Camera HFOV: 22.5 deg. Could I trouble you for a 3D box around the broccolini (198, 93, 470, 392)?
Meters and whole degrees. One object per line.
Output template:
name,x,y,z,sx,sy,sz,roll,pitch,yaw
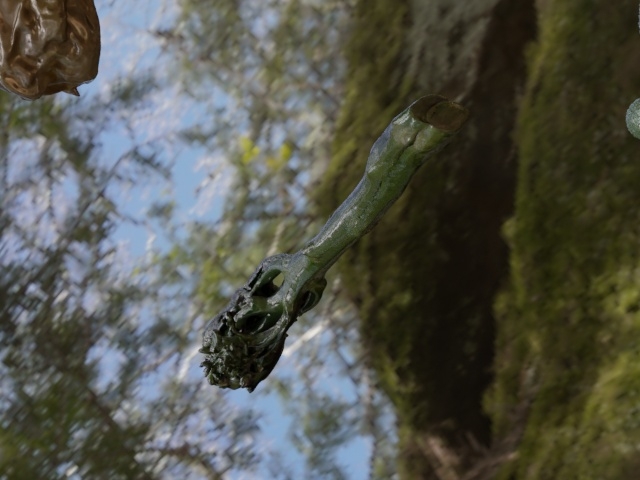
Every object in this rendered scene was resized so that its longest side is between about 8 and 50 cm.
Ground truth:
broccolini,-0.007,0.001,0.754,0.057,0.254,0.071,-7,-116,-24

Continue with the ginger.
ginger,-0.147,-0.165,0.777,0.074,0.213,0.137,-22,-123,-20

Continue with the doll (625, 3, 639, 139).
doll,0.200,-0.075,0.850,0.077,0.115,0.150,0,-104,-44
